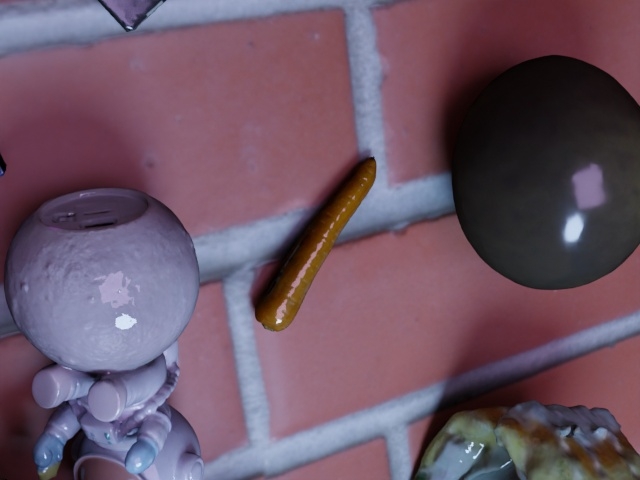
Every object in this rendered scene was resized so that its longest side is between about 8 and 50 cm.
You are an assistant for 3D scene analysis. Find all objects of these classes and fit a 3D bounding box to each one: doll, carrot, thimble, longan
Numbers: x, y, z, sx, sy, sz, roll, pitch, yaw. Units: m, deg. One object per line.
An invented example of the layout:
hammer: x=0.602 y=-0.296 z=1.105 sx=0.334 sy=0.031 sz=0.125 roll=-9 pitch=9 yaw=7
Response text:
doll: x=-0.157 y=0.105 z=0.679 sx=0.151 sy=0.151 sz=0.287 roll=-15 pitch=116 yaw=-24
carrot: x=0.000 y=0.000 z=0.786 sx=0.037 sy=0.037 sz=0.190 roll=36 pitch=83 yaw=-30
thimble: x=0.211 y=0.299 z=0.845 sx=0.167 sy=0.254 sz=0.288 roll=10 pitch=91 yaw=-30
longan: x=0.216 y=-0.061 z=0.798 sx=0.197 sy=0.196 sz=0.220 roll=-4 pitch=101 yaw=-27

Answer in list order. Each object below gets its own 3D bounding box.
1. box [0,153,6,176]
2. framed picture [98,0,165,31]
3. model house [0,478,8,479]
box: x=-0.362 y=-0.066 z=0.557 sx=0.259 sy=0.071 sz=0.168 roll=-28 pitch=114 yaw=-20
framed picture: x=-0.164 y=-0.356 z=0.625 sx=0.244 sy=0.013 sz=0.324 roll=-46 pitch=119 yaw=-10
model house: x=-0.196 y=0.372 z=0.628 sx=0.360 sy=0.297 sz=0.339 roll=-24 pitch=144 yaw=18
